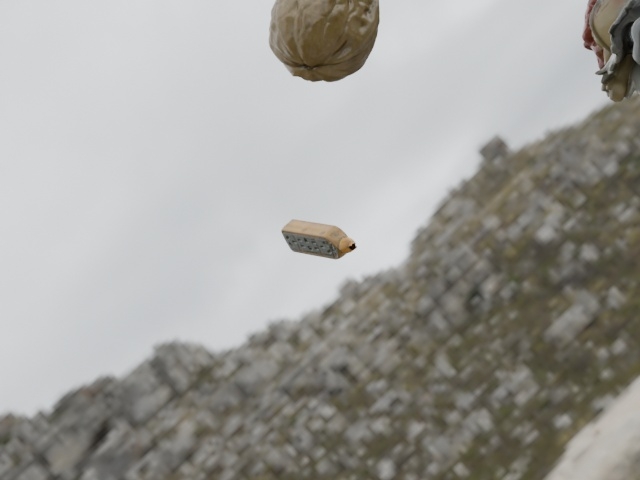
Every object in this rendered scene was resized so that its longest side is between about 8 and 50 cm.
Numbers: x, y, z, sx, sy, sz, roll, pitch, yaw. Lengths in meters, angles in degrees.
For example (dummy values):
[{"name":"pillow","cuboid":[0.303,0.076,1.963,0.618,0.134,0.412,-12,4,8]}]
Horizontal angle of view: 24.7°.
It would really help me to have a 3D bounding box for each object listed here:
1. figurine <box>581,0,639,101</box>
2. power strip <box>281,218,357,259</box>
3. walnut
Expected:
[{"name":"figurine","cuboid":[0.395,-0.275,1.798,0.207,0.166,0.387,-55,8,11]},{"name":"power strip","cuboid":[0.000,0.000,2.228,0.028,0.049,0.178,-39,26,-26]},{"name":"walnut","cuboid":[0.010,-0.378,2.490,0.213,0.213,0.213,-42,-7,-7]}]
